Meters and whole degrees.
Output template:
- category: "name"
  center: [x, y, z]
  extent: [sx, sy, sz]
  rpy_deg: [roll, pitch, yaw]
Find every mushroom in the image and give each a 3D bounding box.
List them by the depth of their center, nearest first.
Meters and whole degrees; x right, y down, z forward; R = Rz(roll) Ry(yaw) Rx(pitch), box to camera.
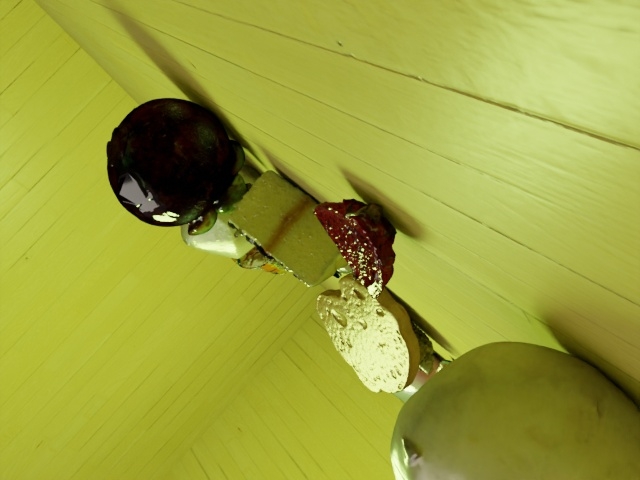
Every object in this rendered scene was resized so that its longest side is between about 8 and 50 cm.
- category: "mushroom"
  center: [0.259, 0.247, 0.794]
  extent: [0.314, 0.314, 0.336]
  rpy_deg: [43, -155, 1]

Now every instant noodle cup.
- category: "instant noodle cup"
  center: [-0.172, 0.008, 2.084]
  extent: [0.230, 0.230, 0.182]
  rpy_deg: [39, -178, 32]

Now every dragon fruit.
- category: "dragon fruit"
  center: [0.073, -0.007, 0.890]
  extent: [0.162, 0.083, 0.106]
  rpy_deg: [60, 157, 6]

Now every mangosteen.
- category: "mangosteen"
  center: [-0.317, -0.166, 1.387]
  extent: [0.311, 0.311, 0.311]
  rpy_deg: [42, 175, 5]

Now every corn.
- category: "corn"
  center: [0.184, 0.244, 1.753]
  extent: [0.347, 0.130, 0.130]
  rpy_deg: [42, 175, 24]

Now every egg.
- category: "egg"
  center: [0.313, 0.441, 2.051]
  extent: [0.196, 0.196, 0.271]
  rpy_deg: [46, 166, -32]

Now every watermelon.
- category: "watermelon"
  center: [0.375, 0.381, 1.781]
  extent: [0.092, 0.072, 0.084]
  rpy_deg: [42, -166, -46]

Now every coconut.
- category: "coconut"
  center: [-0.249, -0.069, 1.658]
  extent: [0.237, 0.266, 0.237]
  rpy_deg: [53, 169, 15]

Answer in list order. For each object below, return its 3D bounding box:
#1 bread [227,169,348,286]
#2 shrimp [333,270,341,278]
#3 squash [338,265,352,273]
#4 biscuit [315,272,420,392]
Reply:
- category: "bread"
  center: [-0.042, -0.034, 1.299]
  extent: [0.266, 0.141, 0.178]
  rpy_deg: [39, -146, 23]
- category: "shrimp"
  center: [0.018, 0.083, 2.177]
  extent: [0.198, 0.051, 0.262]
  rpy_deg: [37, 180, -24]
- category: "squash"
  center: [0.000, 0.000, 1.480]
  extent: [0.239, 0.069, 0.069]
  rpy_deg: [40, 174, 31]
- category: "biscuit"
  center: [0.129, 0.239, 1.668]
  extent: [0.351, 0.057, 0.312]
  rpy_deg: [47, 139, 23]
